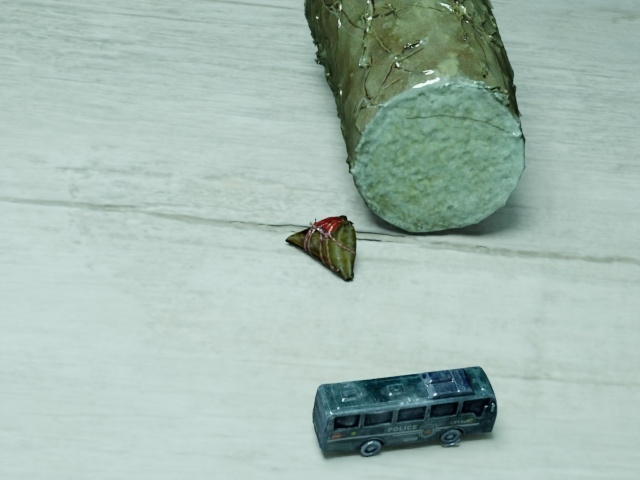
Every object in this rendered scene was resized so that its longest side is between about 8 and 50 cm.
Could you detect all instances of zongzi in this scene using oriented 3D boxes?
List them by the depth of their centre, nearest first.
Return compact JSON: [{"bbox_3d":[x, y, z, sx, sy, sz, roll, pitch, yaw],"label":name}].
[{"bbox_3d":[0.000,0.000,1.115,0.073,0.067,0.083,-11,25,-5],"label":"zongzi"}]

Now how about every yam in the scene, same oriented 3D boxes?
[{"bbox_3d":[0.105,-0.192,1.210,0.240,0.241,0.348,0,45,-11],"label":"yam"}]

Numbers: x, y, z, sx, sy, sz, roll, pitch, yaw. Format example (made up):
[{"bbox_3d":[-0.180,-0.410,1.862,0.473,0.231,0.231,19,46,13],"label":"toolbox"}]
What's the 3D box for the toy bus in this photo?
[{"bbox_3d":[0.077,0.151,0.934,0.165,0.065,0.047,-5,42,-14],"label":"toy bus"}]
